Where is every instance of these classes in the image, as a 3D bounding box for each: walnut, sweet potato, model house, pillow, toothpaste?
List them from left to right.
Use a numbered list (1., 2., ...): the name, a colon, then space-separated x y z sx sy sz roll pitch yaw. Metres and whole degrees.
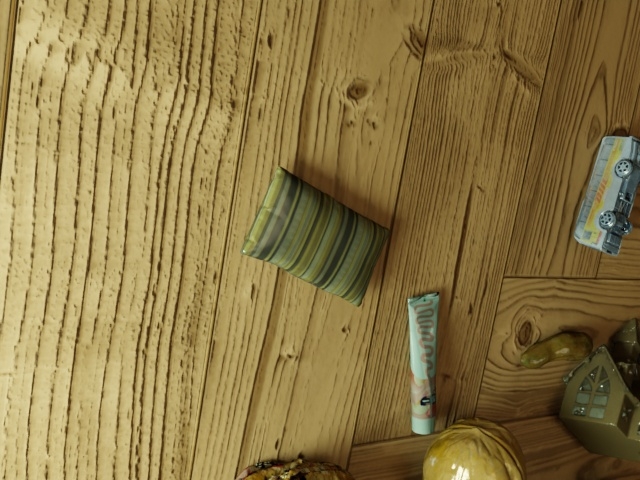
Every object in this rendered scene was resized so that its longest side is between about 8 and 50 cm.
1. pillow: 0.000 0.000 0.908 0.203 0.038 0.113 29 82 -39
2. toothpaste: 0.148 0.176 1.072 0.056 0.036 0.205 -10 104 -33
3. walnut: 0.227 0.366 1.105 0.165 0.165 0.197 -6 99 -35
4. sweet potato: 0.403 0.181 1.250 0.182 0.054 0.053 -4 96 -34
5. model house: 0.554 0.246 1.331 0.181 0.176 0.248 44 60 -37

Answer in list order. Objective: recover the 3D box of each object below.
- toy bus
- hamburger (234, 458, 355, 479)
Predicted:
1. toy bus: 0.473 -0.075 1.214 0.064 0.075 0.191 16 92 -40
2. hamburger: -0.033 0.384 0.932 0.231 0.106 0.231 6 82 -48
